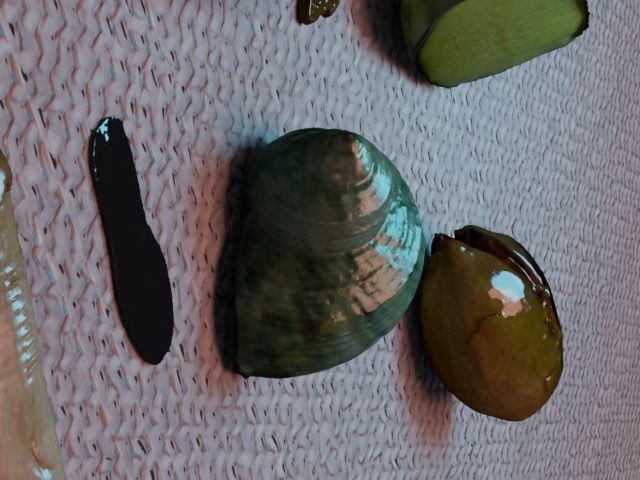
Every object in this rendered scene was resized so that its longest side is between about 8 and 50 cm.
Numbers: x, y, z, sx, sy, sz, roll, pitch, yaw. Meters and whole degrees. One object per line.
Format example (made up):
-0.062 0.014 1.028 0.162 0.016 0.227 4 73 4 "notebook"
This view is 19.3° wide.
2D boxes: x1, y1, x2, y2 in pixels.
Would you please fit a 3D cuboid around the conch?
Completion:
0.002 0.003 1.390 0.176 0.122 0.188 -25 116 -37 "conch"

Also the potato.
0.140 -0.226 1.656 0.111 0.160 0.272 68 12 11 "potato"

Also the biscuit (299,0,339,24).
-0.003 -0.213 1.461 0.082 0.016 0.092 -60 146 -36 "biscuit"

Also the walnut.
0.161 0.081 1.770 0.245 0.137 0.137 69 34 -45 "walnut"

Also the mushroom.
-0.181 0.101 1.013 0.123 0.095 0.351 -80 166 -61 "mushroom"

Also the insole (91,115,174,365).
-0.123 0.004 1.236 0.064 0.004 0.188 -57 144 -49 "insole"
